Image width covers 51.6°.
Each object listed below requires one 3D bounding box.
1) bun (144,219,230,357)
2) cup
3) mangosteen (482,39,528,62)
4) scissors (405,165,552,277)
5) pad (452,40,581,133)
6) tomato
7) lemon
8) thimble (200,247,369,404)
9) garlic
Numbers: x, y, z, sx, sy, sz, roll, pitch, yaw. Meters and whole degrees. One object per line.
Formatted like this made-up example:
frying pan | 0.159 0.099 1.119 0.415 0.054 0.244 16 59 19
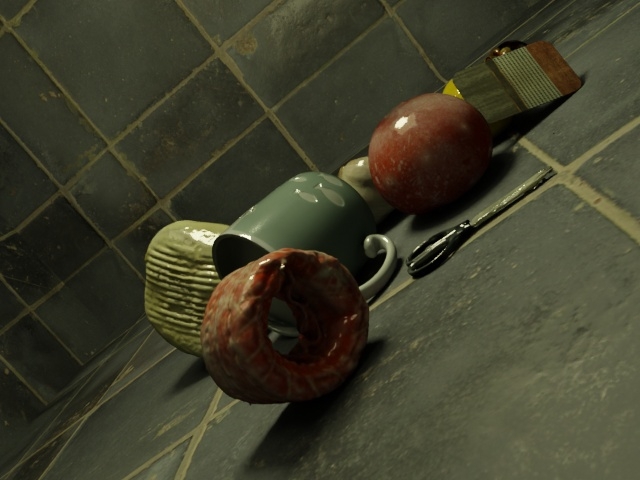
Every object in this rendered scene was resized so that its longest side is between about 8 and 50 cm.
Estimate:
bun | -0.270 0.111 1.627 0.361 0.361 0.213 -33 -7 31
cup | -0.001 0.021 1.344 0.356 0.260 0.274 13 46 37
mangosteen | 0.528 -0.504 1.883 0.151 0.137 0.137 1 -10 -28
scissors | 0.273 -0.035 1.149 0.300 0.022 0.109 -36 15 13
pad | 0.457 -0.304 1.404 0.249 0.055 0.323 -22 42 -5
tomato | 0.223 -0.190 1.392 0.270 0.227 0.270 -38 17 13
lemon | 0.379 -0.323 1.564 0.203 0.178 0.178 -30 6 -24
thimble | -0.052 0.133 1.020 0.239 0.239 0.162 -46 12 -34
garlic | 0.121 -0.102 1.599 0.229 0.177 0.143 94 -171 -62
